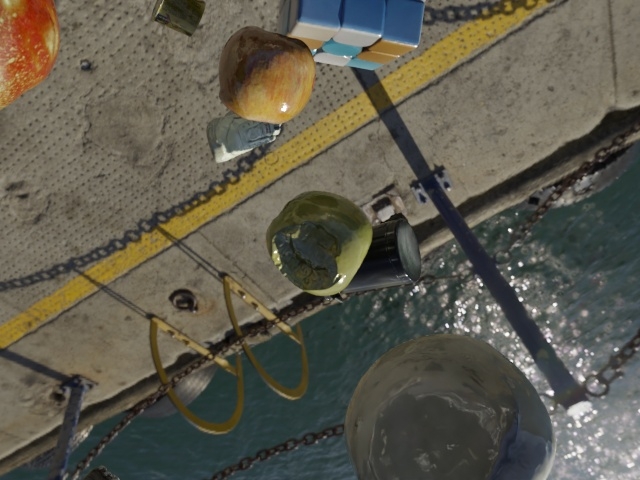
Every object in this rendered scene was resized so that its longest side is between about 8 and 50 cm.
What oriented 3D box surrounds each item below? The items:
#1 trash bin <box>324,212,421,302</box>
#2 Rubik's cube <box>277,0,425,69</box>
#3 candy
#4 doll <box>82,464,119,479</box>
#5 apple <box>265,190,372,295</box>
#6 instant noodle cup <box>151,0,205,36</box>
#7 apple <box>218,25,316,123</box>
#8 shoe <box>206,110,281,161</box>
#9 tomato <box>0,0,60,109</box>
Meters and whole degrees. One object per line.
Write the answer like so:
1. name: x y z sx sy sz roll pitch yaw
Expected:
1. trash bin: 0.147 0.059 1.428 0.301 0.252 0.203 -15 149 30
2. Rubik's cube: 0.077 -0.705 1.239 0.343 0.346 0.348 3 98 -16
3. candy: 0.173 0.274 0.637 0.295 0.296 0.185 -30 138 12
4. doll: -0.141 0.288 0.396 0.067 0.219 0.091 -43 148 -35
5. apple: 0.000 0.000 1.157 0.278 0.279 0.279 -7 131 -8
6. instant noodle cup: -0.423 -0.699 1.330 0.122 0.152 0.151 18 123 -33
7. apple: -0.116 -0.357 0.968 0.210 0.211 0.188 5 116 -17
8. shoe: -0.240 -0.371 1.485 0.210 0.342 0.132 -4 120 15
9. tomato: -0.546 -0.325 0.648 0.303 0.304 0.239 -8 157 -7
